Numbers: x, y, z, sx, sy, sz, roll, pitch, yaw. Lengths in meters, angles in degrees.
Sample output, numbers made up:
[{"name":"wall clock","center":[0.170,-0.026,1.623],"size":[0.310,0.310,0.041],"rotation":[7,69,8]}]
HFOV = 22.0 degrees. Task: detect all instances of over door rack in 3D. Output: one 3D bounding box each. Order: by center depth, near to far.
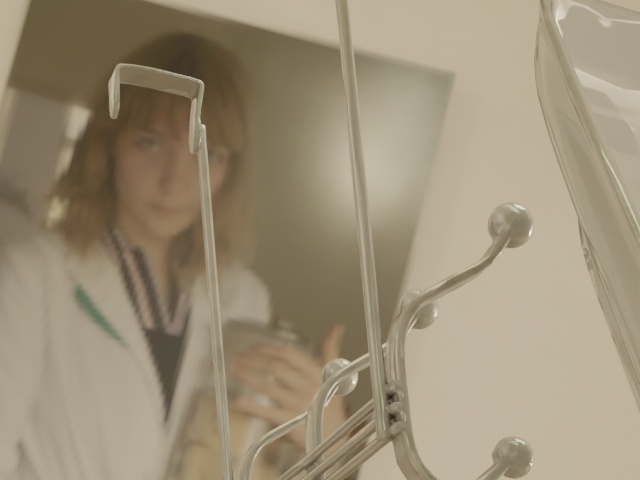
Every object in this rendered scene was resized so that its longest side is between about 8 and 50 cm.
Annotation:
[{"name":"over door rack","center":[0.000,0.000,0.842],"size":[0.108,0.324,0.239],"rotation":[-8,-20,-26]}]

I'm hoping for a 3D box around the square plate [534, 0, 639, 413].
[{"name":"square plate","center":[0.220,0.080,0.676],"size":[0.049,0.347,0.344],"rotation":[-29,-21,35]}]
